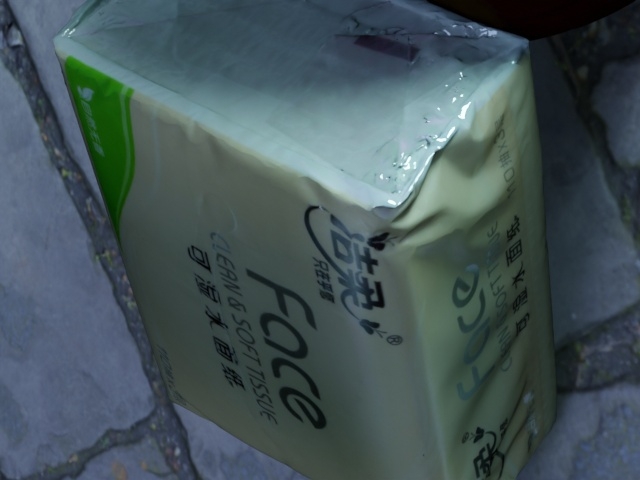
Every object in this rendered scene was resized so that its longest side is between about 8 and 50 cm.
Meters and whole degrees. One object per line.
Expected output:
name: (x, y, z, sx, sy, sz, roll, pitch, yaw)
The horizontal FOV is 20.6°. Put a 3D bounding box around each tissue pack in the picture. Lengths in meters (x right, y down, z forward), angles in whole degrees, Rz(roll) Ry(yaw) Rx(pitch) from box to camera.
tissue pack: (0.000, 0.000, 1.342, 0.332, 0.205, 0.405, 25, 147, 31)

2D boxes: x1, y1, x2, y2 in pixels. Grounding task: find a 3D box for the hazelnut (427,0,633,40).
hazelnut: (0.101, -0.348, 1.196, 0.402, 0.429, 0.402, -53, 21, 30)
